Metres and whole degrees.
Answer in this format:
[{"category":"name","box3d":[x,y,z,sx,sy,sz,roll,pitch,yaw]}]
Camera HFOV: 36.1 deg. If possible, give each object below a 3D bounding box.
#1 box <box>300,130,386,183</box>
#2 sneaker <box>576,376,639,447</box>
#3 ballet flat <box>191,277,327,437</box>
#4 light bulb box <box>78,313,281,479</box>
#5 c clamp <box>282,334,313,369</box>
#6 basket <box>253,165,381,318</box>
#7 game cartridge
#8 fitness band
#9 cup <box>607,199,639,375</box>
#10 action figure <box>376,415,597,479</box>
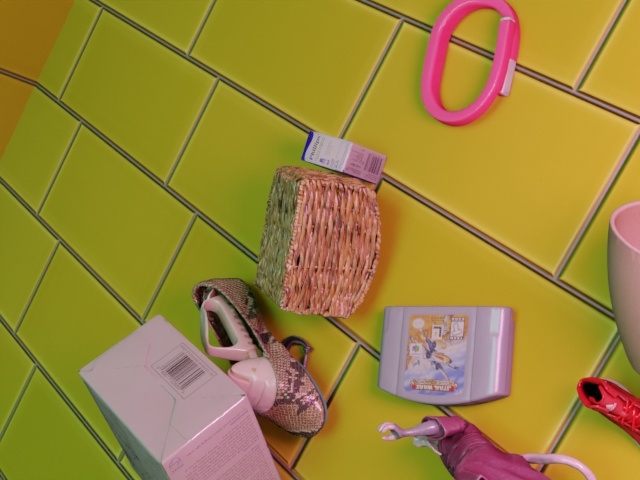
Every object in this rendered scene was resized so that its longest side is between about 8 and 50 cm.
[{"category":"box","box3d":[0.051,-0.185,2.189,0.137,0.126,0.072,22,94,43]},{"category":"sneaker","box3d":[0.519,0.300,1.642,0.221,0.128,0.087,28,97,42]},{"category":"ballet flat","box3d":[-0.169,0.258,2.199,0.483,0.182,0.164,54,125,40]},{"category":"light bulb box","box3d":[-0.295,0.421,2.131,0.225,0.361,0.358,-36,46,-21]},{"category":"c clamp","box3d":[-0.050,0.295,2.215,0.137,0.022,0.160,-4,76,46]},{"category":"basket","box3d":[0.000,0.000,2.140,0.223,0.213,0.299,-150,68,-69]},{"category":"game cartridge","box3d":[0.243,0.229,1.956,0.297,0.062,0.198,-4,71,40]},{"category":"fitness band","box3d":[0.311,-0.382,2.068,0.209,0.054,0.291,6,81,42]},{"category":"cup","box3d":[0.595,0.105,1.540,0.331,0.331,0.237,31,124,42]},{"category":"action figure","box3d":[0.287,0.393,1.778,0.276,0.248,0.370,-31,25,-7]}]
